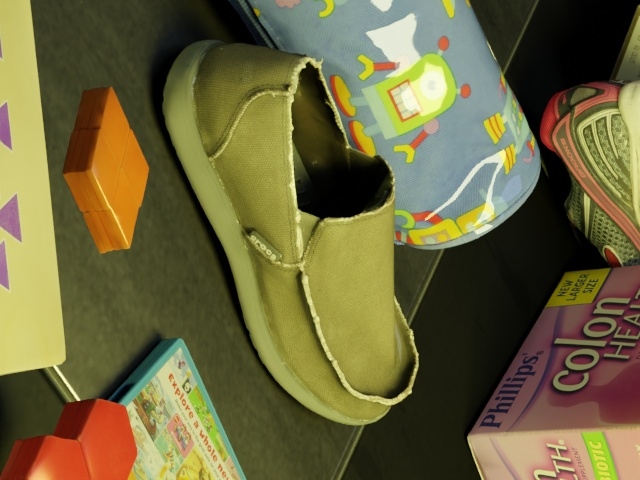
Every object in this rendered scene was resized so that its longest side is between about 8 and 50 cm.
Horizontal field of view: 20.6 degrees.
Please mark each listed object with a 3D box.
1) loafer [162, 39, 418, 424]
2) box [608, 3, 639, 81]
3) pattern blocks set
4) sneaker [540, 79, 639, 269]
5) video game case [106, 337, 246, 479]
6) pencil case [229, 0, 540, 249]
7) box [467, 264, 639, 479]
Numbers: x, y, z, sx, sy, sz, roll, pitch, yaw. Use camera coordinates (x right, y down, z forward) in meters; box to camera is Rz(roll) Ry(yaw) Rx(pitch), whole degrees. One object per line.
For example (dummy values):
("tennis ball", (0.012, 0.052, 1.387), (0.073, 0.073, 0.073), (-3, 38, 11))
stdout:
("loafer", (0.000, 0.000, 0.973), (0.251, 0.087, 0.094), (62, 38, -28))
("box", (0.288, -0.151, 1.441), (0.225, 0.036, 0.136), (-36, 148, -55))
("pattern blocks set", (-0.161, -0.020, 0.705), (0.285, 0.026, 0.325), (12, 74, -59))
("sneaker", (0.249, -0.012, 1.356), (0.299, 0.112, 0.121), (71, 32, -42))
("video game case", (-0.091, 0.141, 0.870), (0.166, 0.015, 0.119), (-49, 123, -50))
("pencil case", (0.016, -0.130, 0.997), (0.133, 0.119, 0.306), (-37, 124, -7))
("box", (0.260, 0.112, 1.210), (0.213, 0.243, 0.117), (-50, 124, -48))
